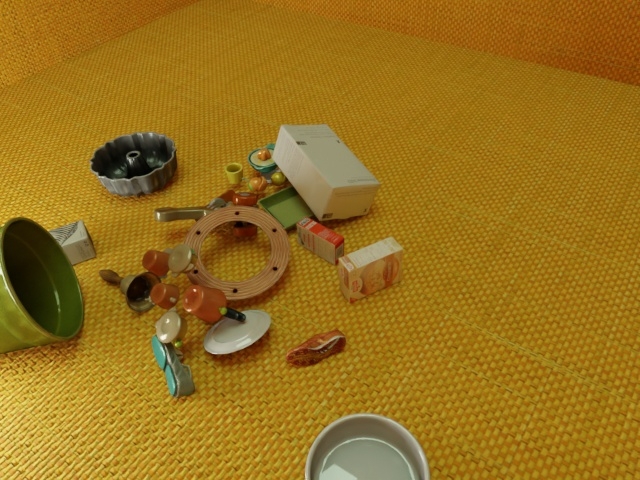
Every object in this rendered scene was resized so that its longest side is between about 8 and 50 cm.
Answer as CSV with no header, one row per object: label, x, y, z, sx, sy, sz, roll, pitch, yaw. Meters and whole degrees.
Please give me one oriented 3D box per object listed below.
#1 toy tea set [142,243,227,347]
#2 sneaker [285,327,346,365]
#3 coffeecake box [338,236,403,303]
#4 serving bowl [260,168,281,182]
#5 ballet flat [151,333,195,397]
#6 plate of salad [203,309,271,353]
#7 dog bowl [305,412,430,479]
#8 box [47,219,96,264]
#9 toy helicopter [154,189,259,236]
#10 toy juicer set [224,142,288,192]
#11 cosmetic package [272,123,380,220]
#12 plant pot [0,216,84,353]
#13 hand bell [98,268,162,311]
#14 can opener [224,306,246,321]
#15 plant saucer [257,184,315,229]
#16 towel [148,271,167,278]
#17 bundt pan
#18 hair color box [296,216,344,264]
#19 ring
toy tea set,-0.385,0.135,1.462,0.200,0.124,0.336,-37,55,13
sneaker,-0.016,0.294,1.413,0.175,0.064,0.067,-15,25,-19
coffeecake box,0.151,0.089,1.544,0.185,0.142,0.068,-22,46,-17
serving bowl,-0.190,-0.248,2.001,0.083,0.027,0.083,-2,44,2
ballet flat,-0.396,0.336,1.390,0.068,0.072,0.213,0,37,-38
plate of salad,-0.231,0.261,1.445,0.199,0.048,0.200,-15,24,7
dog bowl,0.101,0.524,1.122,0.264,0.104,0.265,-2,43,2
box,-0.903,0.039,1.699,0.275,0.094,0.113,-23,47,-20
toy helicopter,-0.391,-0.105,1.780,0.355,0.140,0.235,-4,20,-17
toy juicer set,-0.186,-0.300,1.968,0.209,0.089,0.329,31,53,30
cosmetic package,0.012,-0.251,1.837,0.217,0.156,0.385,-11,47,-35
plant pot,-0.920,0.171,1.418,0.353,0.366,0.366,-22,46,-2
hand bell,-0.618,0.128,1.603,0.242,0.126,0.126,16,46,36
can opener,-0.281,0.207,1.489,0.186,0.059,0.073,6,84,39
plant saucer,-0.101,-0.114,1.842,0.188,0.045,0.188,-27,49,-22
towel,-0.533,0.097,1.676,0.060,0.009,0.083,-14,44,-10
bundt pan,-0.714,-0.286,2.005,0.330,0.124,0.331,-2,43,2
hair color box,0.000,0.000,1.683,0.167,0.093,0.053,29,52,29
ring,-0.262,0.036,1.600,0.336,0.032,0.337,1,60,-2
